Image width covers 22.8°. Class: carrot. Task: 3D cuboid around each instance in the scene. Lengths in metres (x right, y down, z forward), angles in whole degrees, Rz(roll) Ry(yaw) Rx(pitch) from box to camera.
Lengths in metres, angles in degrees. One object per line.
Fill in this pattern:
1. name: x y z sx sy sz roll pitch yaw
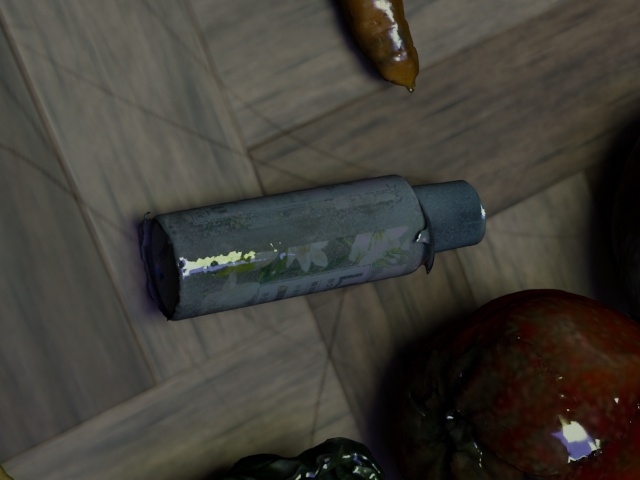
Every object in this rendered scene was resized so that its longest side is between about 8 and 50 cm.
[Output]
1. carrot: 0.012 -0.206 0.983 0.059 0.059 0.248 -27 108 -19

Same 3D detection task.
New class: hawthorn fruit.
1. hawthorn fruit: 0.160 0.123 1.020 0.235 0.181 0.181 16 87 -43

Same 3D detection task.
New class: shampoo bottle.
1. shampoo bottle: 0.000 0.000 0.985 0.214 0.072 0.072 -10 98 -22

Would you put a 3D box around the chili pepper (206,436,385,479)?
1. chili pepper: 0.005 0.210 0.978 0.264 0.148 0.116 28 52 -22

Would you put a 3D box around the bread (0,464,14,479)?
1. bread: -0.256 0.212 0.887 0.183 0.224 0.211 54 32 -11

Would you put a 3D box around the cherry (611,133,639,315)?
1. cherry: 0.285 -0.003 1.042 0.195 0.195 0.195 -2 95 -23
